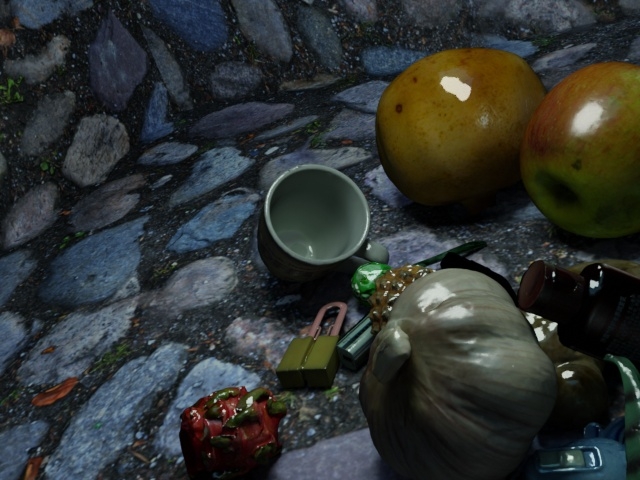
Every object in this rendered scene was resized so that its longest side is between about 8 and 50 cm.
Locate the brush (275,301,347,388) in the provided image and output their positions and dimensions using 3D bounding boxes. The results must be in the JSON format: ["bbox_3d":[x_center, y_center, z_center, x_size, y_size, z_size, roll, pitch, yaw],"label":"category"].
[{"bbox_3d":[0.002,0.193,1.354,0.103,0.047,0.233,-7,28,23],"label":"brush"}]

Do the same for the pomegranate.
[{"bbox_3d":[0.328,-0.249,1.629,0.417,0.416,0.416,-16,27,8],"label":"pomegranate"}]

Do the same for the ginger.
[{"bbox_3d":[0.396,0.150,1.073,0.304,0.155,0.245,-41,40,-22],"label":"ginger"}]

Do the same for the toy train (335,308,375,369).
[{"bbox_3d":[0.130,0.149,1.336,0.048,0.055,0.252,12,41,46],"label":"toy train"}]

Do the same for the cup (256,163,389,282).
[{"bbox_3d":[0.000,0.000,1.536,0.257,0.301,0.227,127,167,-66],"label":"cup"}]

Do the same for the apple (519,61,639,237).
[{"bbox_3d":[0.553,-0.167,1.353,0.340,0.339,0.339,-16,27,8],"label":"apple"}]

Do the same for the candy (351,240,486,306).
[{"bbox_3d":[0.214,0.054,1.451,0.324,0.097,0.097,-20,25,-18],"label":"candy"}]

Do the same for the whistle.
[{"bbox_3d":[0.376,0.294,0.872,0.269,0.093,0.180,-6,36,13],"label":"whistle"}]

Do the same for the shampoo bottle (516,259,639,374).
[{"bbox_3d":[0.424,0.115,0.935,0.323,0.129,0.084,20,10,-7],"label":"shampoo bottle"}]

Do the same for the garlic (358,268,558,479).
[{"bbox_3d":[0.181,0.200,0.977,0.241,0.321,0.322,7,27,-4],"label":"garlic"}]

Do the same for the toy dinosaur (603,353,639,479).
[{"bbox_3d":[0.404,0.258,0.789,0.120,0.079,0.291,-1,59,12],"label":"toy dinosaur"}]

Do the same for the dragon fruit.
[{"bbox_3d":[-0.135,0.311,1.121,0.172,0.166,0.160,-10,36,-29],"label":"dragon fruit"}]

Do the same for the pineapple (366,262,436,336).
[{"bbox_3d":[0.165,0.145,1.223,0.166,0.166,0.193,-12,53,16],"label":"pineapple"}]

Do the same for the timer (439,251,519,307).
[{"bbox_3d":[0.299,0.092,1.246,0.055,0.144,0.187,-58,18,21],"label":"timer"}]
